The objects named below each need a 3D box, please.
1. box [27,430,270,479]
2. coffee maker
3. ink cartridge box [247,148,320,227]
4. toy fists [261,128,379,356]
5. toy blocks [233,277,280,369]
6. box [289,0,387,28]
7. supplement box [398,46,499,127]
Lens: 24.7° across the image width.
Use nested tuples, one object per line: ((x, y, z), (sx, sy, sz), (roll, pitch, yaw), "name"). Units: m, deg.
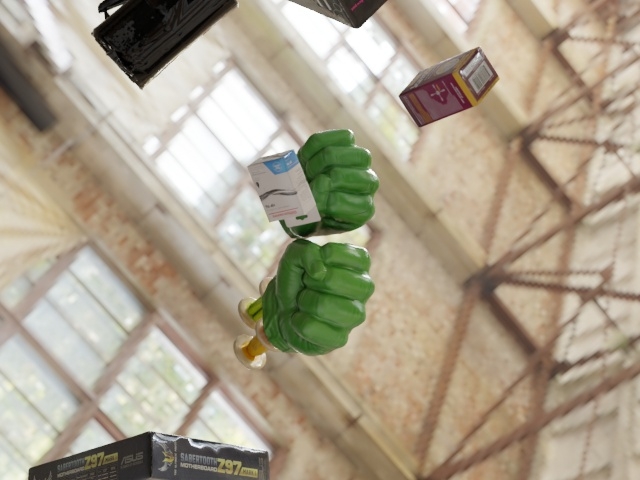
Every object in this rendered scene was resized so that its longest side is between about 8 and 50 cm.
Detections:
((-0.203, 0.282, 1.712), (0.233, 0.183, 0.059), (-22, -117, 40), "box")
((-0.199, -0.287, 1.913), (0.178, 0.120, 0.171), (-42, -150, 1), "coffee maker")
((-0.038, -0.050, 1.544), (0.048, 0.083, 0.028), (-12, -162, 35), "ink cartridge box")
((0.000, 0.000, 1.746), (0.142, 0.096, 0.279), (-19, -120, 48), "toy fists")
((-0.049, 0.087, 1.925), (0.148, 0.054, 0.123), (-40, -149, 36), "toy blocks")
((0.043, -0.347, 1.401), (0.247, 0.142, 0.163), (-45, -137, -13), "box")
((0.130, -0.155, 1.474), (0.083, 0.043, 0.055), (-19, -157, 44), "supplement box")
